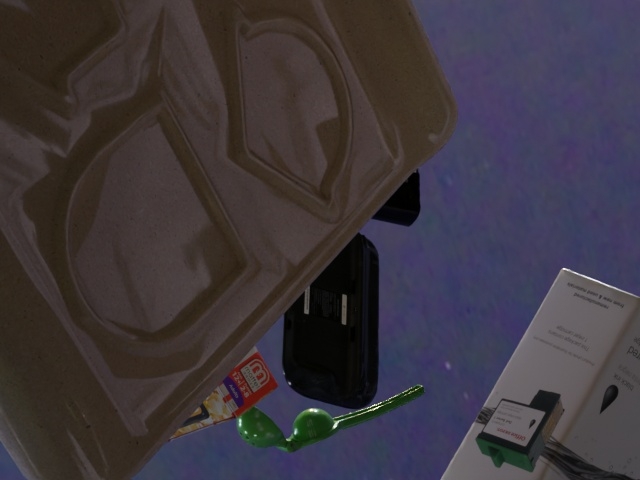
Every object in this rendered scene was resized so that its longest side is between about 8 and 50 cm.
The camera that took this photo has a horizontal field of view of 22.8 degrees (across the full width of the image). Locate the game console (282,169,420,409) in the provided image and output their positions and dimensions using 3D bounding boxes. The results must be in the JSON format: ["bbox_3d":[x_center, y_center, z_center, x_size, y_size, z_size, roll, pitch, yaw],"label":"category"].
[{"bbox_3d":[0.000,0.000,1.647,0.213,0.044,0.361,12,-122,-17],"label":"game console"}]

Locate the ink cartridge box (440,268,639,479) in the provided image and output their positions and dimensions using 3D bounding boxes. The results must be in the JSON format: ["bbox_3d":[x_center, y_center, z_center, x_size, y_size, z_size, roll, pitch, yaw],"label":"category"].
[{"bbox_3d":[0.196,0.158,1.168,0.092,0.160,0.219,23,-99,53],"label":"ink cartridge box"}]

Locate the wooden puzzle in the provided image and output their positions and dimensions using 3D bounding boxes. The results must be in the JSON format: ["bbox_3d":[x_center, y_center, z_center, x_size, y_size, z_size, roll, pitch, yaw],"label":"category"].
[{"bbox_3d":[-0.102,-0.094,0.819,0.080,0.322,0.348,-1,-146,47],"label":"wooden puzzle"}]

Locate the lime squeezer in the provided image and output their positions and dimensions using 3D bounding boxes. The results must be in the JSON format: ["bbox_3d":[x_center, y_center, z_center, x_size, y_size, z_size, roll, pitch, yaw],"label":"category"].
[{"bbox_3d":[-0.029,0.183,1.754,0.059,0.310,0.110,-28,-129,57],"label":"lime squeezer"}]

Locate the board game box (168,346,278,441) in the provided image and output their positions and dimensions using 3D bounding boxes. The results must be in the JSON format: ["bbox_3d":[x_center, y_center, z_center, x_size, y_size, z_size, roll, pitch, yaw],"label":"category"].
[{"bbox_3d":[-0.133,0.066,1.037,0.193,0.147,0.045,-24,-172,47],"label":"board game box"}]
